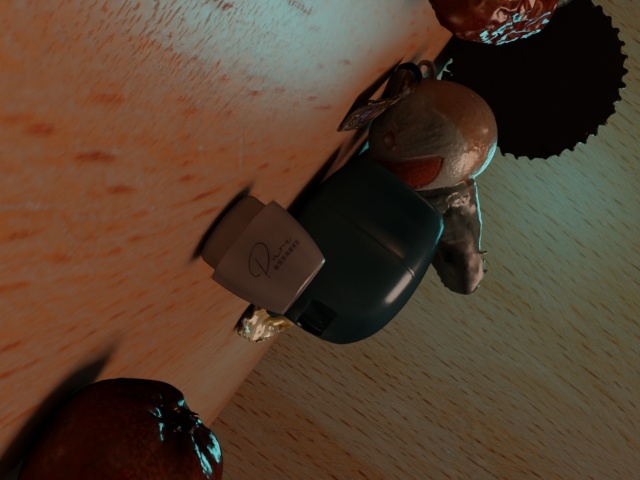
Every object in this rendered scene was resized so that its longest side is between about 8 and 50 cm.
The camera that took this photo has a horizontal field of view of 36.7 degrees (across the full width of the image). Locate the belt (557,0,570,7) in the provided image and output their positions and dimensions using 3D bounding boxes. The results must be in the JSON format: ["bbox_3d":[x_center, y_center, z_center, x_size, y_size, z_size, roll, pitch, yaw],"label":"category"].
[{"bbox_3d":[0.331,-0.396,1.474,0.151,0.078,0.198,-24,172,-3],"label":"belt"}]

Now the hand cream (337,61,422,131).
[{"bbox_3d":[0.079,-0.174,1.176,0.062,0.039,0.163,-34,-173,42],"label":"hand cream"}]

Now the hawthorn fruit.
[{"bbox_3d":[-0.174,0.206,0.790,0.188,0.169,0.169,-48,177,5],"label":"hawthorn fruit"}]

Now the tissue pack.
[{"bbox_3d":[0.036,0.034,1.354,0.206,0.198,0.287,-53,179,-19],"label":"tissue pack"}]

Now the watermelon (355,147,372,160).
[{"bbox_3d":[0.125,-0.062,1.570,0.188,0.188,0.214,-50,152,-38],"label":"watermelon"}]

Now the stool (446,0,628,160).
[{"bbox_3d":[0.376,-0.303,1.755,0.297,0.297,0.330,-53,180,11],"label":"stool"}]

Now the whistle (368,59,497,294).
[{"bbox_3d":[0.164,-0.081,1.374,0.189,0.347,0.189,-9,-168,2],"label":"whistle"}]

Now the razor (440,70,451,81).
[{"bbox_3d":[0.210,-0.287,1.820,0.211,0.036,0.084,-18,122,-73],"label":"razor"}]

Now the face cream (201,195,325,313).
[{"bbox_3d":[-0.052,0.014,0.875,0.091,0.095,0.091,-51,177,-4],"label":"face cream"}]

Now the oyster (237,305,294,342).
[{"bbox_3d":[-0.084,0.128,1.779,0.209,0.072,0.133,-4,146,-51],"label":"oyster"}]

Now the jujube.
[{"bbox_3d":[0.173,-0.252,0.973,0.112,0.109,0.176,-50,162,29],"label":"jujube"}]

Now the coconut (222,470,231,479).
[{"bbox_3d":[-0.192,0.381,0.971,0.352,0.353,0.352,-52,176,-5],"label":"coconut"}]
